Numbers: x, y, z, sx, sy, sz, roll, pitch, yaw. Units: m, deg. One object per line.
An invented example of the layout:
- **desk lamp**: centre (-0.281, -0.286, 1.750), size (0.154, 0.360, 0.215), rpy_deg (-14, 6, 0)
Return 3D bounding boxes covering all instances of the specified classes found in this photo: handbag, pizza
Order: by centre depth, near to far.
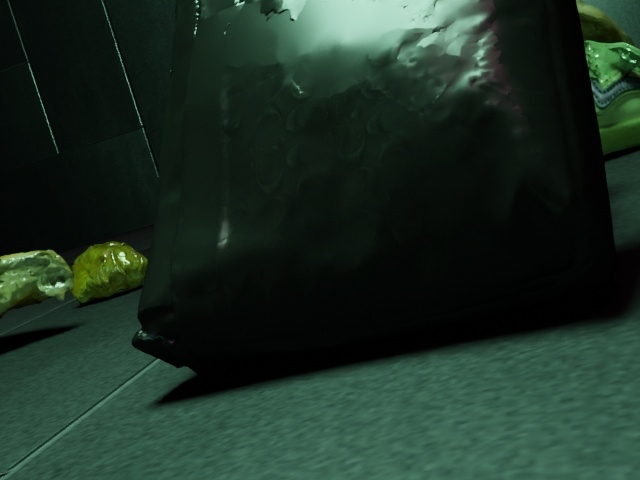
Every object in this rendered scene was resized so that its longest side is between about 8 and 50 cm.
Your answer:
- **handbag**: centre (0.012, -0.068, 0.441), size (0.222, 0.247, 0.080), rpy_deg (-13, -35, 21)
- **pizza**: centre (-0.379, 0.080, 0.824), size (0.323, 0.090, 0.223), rpy_deg (-16, -1, 31)

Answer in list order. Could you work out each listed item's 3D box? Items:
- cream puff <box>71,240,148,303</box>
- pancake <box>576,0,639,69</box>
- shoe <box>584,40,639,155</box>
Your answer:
- **cream puff**: centre (-0.231, 0.031, 0.995), size (0.083, 0.058, 0.083), rpy_deg (-23, 10, -37)
- **pancake**: centre (0.191, -0.196, 1.078), size (0.382, 0.071, 0.382), rpy_deg (12, -15, 3)
- **shoe**: centre (0.261, -0.130, 0.887), size (0.262, 0.128, 0.140), rpy_deg (-22, 21, -18)
